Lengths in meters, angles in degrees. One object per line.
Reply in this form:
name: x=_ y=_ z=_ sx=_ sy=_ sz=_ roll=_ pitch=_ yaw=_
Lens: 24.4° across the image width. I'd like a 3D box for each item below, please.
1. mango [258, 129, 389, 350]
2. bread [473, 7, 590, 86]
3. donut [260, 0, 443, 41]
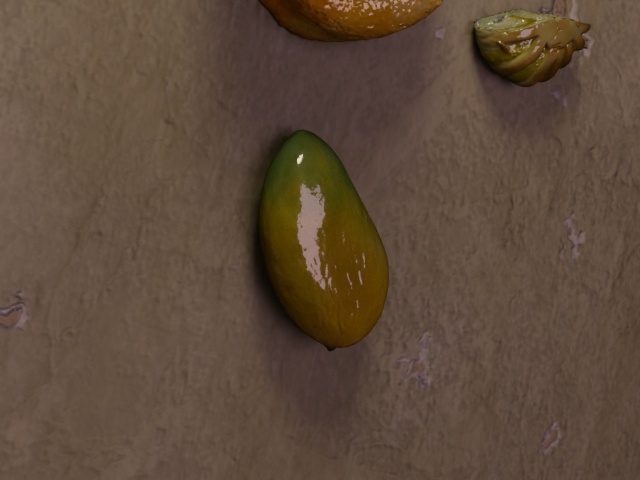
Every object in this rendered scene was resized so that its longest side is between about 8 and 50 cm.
mango: x=-0.004 y=0.005 z=1.604 sx=0.137 sy=0.091 sz=0.237 roll=-40 pitch=113 yaw=-31
bread: x=0.251 y=-0.231 z=1.767 sx=0.157 sy=0.083 sz=0.094 roll=8 pitch=105 yaw=-38
donut: x=0.042 y=-0.327 z=1.576 sx=0.253 sy=0.118 sz=0.253 roll=-5 pitch=104 yaw=-21
